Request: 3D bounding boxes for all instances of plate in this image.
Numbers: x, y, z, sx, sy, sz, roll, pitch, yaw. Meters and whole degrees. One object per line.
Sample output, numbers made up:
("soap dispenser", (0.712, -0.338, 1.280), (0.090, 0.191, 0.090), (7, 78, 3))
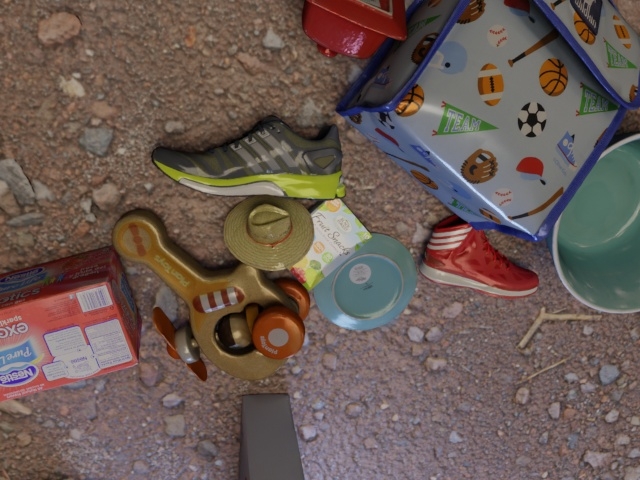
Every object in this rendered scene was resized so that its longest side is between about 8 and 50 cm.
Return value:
("plate", (0.081, 0.077, 1.227), (0.188, 0.024, 0.188), (-4, 113, -9))

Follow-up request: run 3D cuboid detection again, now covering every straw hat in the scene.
("straw hat", (-0.079, -0.026, 1.090), (0.144, 0.145, 0.061), (-9, 156, -8))

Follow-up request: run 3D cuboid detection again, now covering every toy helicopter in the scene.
("toy helicopter", (-0.199, 0.096, 1.144), (0.355, 0.140, 0.235), (43, 108, -12))

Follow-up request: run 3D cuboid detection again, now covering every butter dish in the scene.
("butter dish", (0.031, -0.315, 1.007), (0.160, 0.160, 0.118), (19, 132, -15))

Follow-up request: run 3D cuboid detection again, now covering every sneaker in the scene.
("sneaker", (0.289, 0.021, 1.214), (0.221, 0.087, 0.128), (7, 111, -15))
("sneaker", (-0.104, -0.131, 1.073), (0.299, 0.111, 0.121), (1, 102, -18))

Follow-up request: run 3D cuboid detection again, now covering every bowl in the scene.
("bowl", (0.497, -0.050, 1.183), (0.311, 0.163, 0.312), (-4, 112, -10))

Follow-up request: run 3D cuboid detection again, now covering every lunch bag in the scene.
("lunch bag", (0.276, -0.246, 1.029), (0.327, 0.239, 0.385), (38, 84, -22))

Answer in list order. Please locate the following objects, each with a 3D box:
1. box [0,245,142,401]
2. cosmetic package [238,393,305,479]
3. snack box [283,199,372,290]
("box", (-0.440, 0.135, 1.080), (0.299, 0.142, 0.154), (-16, 114, -5))
("cosmetic package", (-0.092, 0.504, 1.224), (0.097, 0.284, 0.378), (0, 111, -12))
("snack box", (0.000, 0.000, 1.165), (0.141, 0.037, 0.100), (-40, 106, 6))
